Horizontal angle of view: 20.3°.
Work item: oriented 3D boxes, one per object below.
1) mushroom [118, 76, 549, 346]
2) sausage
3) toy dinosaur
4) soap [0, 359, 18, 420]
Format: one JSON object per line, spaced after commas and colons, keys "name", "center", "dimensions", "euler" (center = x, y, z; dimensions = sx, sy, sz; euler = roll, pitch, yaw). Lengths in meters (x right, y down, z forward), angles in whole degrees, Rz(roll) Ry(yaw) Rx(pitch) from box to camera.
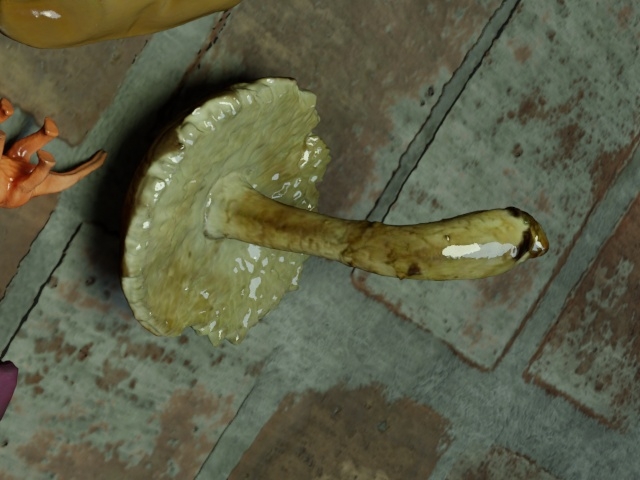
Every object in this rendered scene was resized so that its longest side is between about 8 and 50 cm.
{"name": "mushroom", "center": [-0.017, -0.031, 1.398], "dimensions": [0.233, 0.302, 0.208], "euler": [-26, 99, -50]}
{"name": "sausage", "center": [-0.140, -0.214, 1.265], "dimensions": [0.241, 0.120, 0.136], "euler": [-13, 135, -41]}
{"name": "toy dinosaur", "center": [-0.254, -0.053, 1.299], "dimensions": [0.280, 0.055, 0.101], "euler": [5, 133, -50]}
{"name": "soap", "center": [-0.361, 0.129, 1.280], "dimensions": [0.250, 0.099, 0.162], "euler": [10, 114, -48]}
